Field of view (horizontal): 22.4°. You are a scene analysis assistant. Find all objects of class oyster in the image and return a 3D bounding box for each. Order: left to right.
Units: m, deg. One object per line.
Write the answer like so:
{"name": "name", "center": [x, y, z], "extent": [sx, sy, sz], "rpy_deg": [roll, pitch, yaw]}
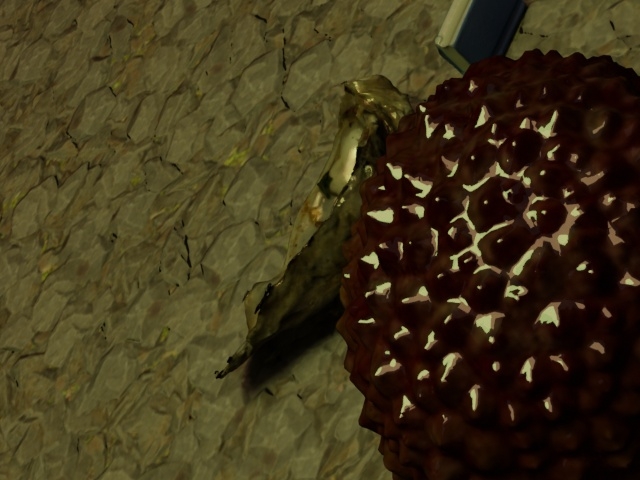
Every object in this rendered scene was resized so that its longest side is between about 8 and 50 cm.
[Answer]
{"name": "oyster", "center": [0.002, 0.000, 1.410], "extent": [0.294, 0.094, 0.166], "rpy_deg": [-58, 19, 9]}

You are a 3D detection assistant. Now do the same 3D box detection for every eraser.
{"name": "eraser", "center": [0.141, -0.189, 1.417], "extent": [0.027, 0.063, 0.085], "rpy_deg": [10, 70, 47]}

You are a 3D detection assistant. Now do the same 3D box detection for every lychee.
{"name": "lychee", "center": [0.152, 0.034, 1.041], "extent": [0.306, 0.306, 0.330], "rpy_deg": [7, 59, 48]}
